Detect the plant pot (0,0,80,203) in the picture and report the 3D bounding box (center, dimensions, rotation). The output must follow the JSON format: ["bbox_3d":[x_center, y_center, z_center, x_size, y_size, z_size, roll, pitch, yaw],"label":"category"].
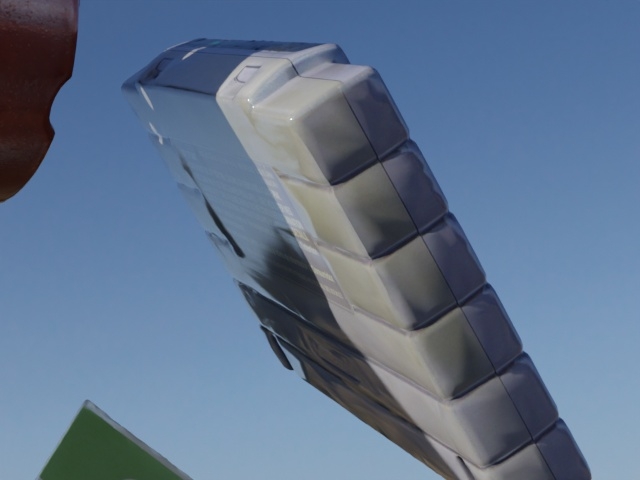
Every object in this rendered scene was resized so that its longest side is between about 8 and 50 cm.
[{"bbox_3d":[-0.286,-0.123,0.768,0.265,0.272,0.272,2,-13,-37],"label":"plant pot"}]

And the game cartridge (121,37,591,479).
[{"bbox_3d":[0.000,0.000,0.795,0.068,0.230,0.355,-29,16,-13],"label":"game cartridge"}]

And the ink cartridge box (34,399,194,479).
[{"bbox_3d":[-0.130,0.233,0.904,0.171,0.235,0.056,35,11,8],"label":"ink cartridge box"}]
